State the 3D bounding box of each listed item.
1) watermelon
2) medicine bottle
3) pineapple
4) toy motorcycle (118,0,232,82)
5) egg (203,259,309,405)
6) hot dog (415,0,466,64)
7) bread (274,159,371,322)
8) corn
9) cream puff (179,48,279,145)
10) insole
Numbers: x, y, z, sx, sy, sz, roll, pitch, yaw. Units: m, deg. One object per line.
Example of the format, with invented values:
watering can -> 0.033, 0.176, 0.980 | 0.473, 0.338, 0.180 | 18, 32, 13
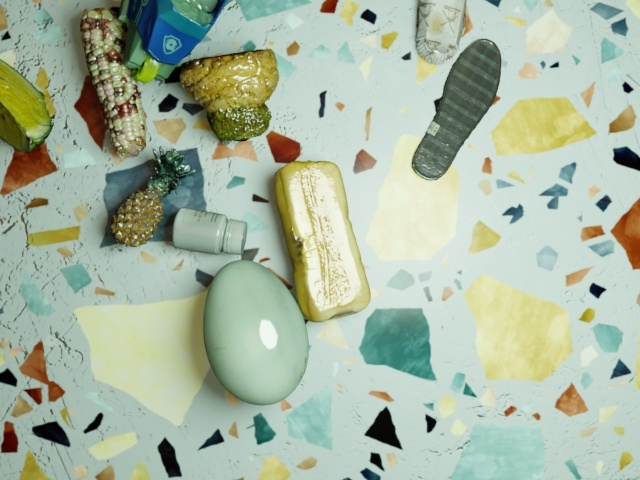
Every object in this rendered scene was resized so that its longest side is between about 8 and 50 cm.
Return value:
watermelon -> -0.602, -0.269, 0.987 | 0.123, 0.129, 0.301 | -43, 84, -4
medicine bottle -> -0.208, -0.014, 1.014 | 0.130, 0.080, 0.080 | 10, 88, -2
pineapple -> -0.323, -0.074, 1.002 | 0.083, 0.103, 0.221 | 33, 89, 0
toy motorcycle -> -0.244, -0.436, 0.938 | 0.191, 0.200, 0.326 | 19, 87, -38
egg -> -0.119, 0.163, 0.960 | 0.183, 0.183, 0.264 | -16, 82, -2
hot dog -> 0.241, -0.442, 1.051 | 0.099, 0.053, 0.192 | 7, 91, 0
bread -> 0.000, 0.000, 1.011 | 0.142, 0.091, 0.305 | -12, 88, -21
corn -> -0.385, -0.300, 1.013 | 0.092, 0.092, 0.280 | -14, 90, -2
cream puff -> -0.160, -0.261, 0.997 | 0.183, 0.183, 0.168 | -10, 112, -2
insole -> 0.274, -0.261, 1.066 | 0.110, 0.012, 0.309 | 31, 88, -2
